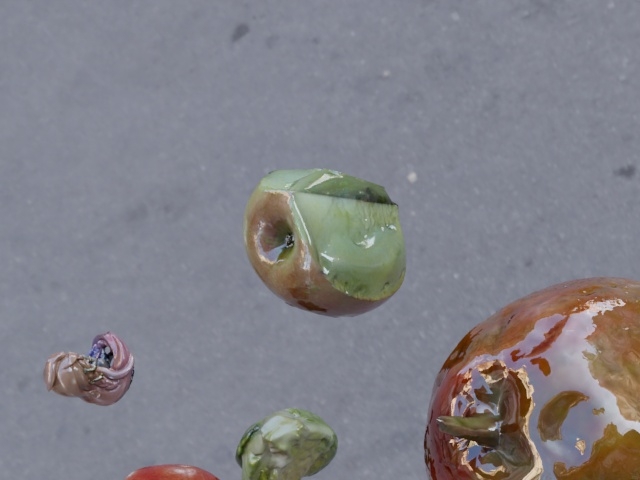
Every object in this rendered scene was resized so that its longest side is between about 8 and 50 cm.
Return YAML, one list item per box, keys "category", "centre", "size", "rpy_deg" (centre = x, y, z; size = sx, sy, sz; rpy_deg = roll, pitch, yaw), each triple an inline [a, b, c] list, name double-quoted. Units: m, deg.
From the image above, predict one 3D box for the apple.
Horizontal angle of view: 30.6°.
- category: "apple"
  centre: [0.000, 0.000, 1.430]
  size: [0.174, 0.188, 0.207]
  rpy_deg: [-52, 55, 45]

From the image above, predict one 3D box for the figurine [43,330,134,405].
- category: "figurine"
  centre: [-0.366, 0.215, 1.867]
  size: [0.126, 0.157, 0.114]
  rpy_deg: [-37, 82, 28]

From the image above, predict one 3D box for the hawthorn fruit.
- category: "hawthorn fruit"
  centre: [0.197, 0.158, 0.908]
  size: [0.277, 0.298, 0.277]
  rpy_deg: [-21, 61, 43]

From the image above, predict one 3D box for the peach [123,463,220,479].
- category: "peach"
  centre: [-0.176, 0.370, 1.426]
  size: [0.190, 0.190, 0.192]
  rpy_deg: [-32, 29, 5]

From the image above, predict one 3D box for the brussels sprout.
- category: "brussels sprout"
  centre: [-0.046, 0.274, 1.538]
  size: [0.139, 0.181, 0.100]
  rpy_deg: [-19, 49, -12]
